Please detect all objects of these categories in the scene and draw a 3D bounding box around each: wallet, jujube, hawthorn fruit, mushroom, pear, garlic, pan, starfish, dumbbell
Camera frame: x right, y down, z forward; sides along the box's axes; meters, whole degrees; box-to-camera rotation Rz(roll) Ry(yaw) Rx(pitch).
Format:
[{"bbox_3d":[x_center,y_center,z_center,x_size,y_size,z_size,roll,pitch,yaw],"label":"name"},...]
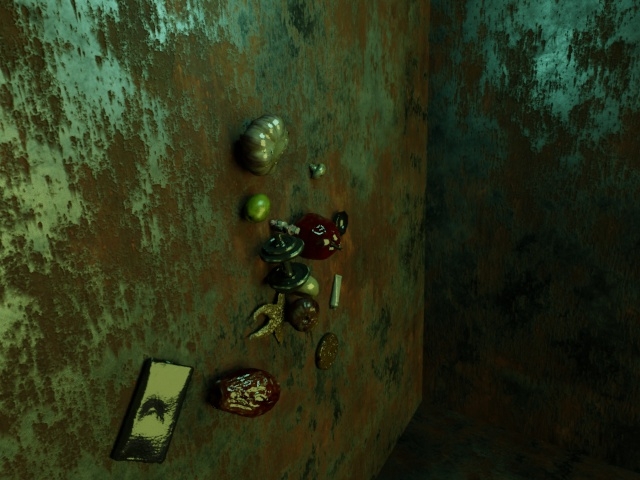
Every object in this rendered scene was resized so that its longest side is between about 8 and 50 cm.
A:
[{"bbox_3d":[-0.545,0.559,1.357,0.171,0.044,0.320,25,75,-36],"label":"wallet"},{"bbox_3d":[-0.294,0.612,1.653,0.291,0.197,0.197,15,84,-42],"label":"jujube"},{"bbox_3d":[0.000,0.000,1.916,0.230,0.266,0.210,-10,123,-53],"label":"hawthorn fruit"},{"bbox_3d":[-0.020,-0.339,1.988,0.079,0.085,0.085,33,64,-18],"label":"mushroom"},{"bbox_3d":[-0.249,-0.126,1.634,0.131,0.107,0.107,-67,146,-42],"label":"pear"},{"bbox_3d":[-0.225,-0.367,1.579,0.245,0.161,0.244,19,90,-77],"label":"garlic"},{"bbox_3d":[0.092,-0.062,2.234,0.128,0.048,0.201,48,56,-49],"label":"pan"},{"bbox_3d":[-0.197,0.362,1.870,0.299,0.061,0.302,-64,144,-30],"label":"starfish"},{"bbox_3d":[-0.149,0.096,1.760,0.192,0.192,0.289,-44,132,-44],"label":"dumbbell"}]

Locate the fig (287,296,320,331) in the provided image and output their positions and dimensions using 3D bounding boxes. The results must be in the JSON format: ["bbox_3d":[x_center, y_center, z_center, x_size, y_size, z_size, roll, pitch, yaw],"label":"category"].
[{"bbox_3d":[-0.070,0.334,1.922,0.231,0.143,0.160,10,103,-81],"label":"fig"}]

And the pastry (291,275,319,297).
[{"bbox_3d":[-0.079,0.212,1.930,0.156,0.157,0.091,46,57,-51],"label":"pastry"}]

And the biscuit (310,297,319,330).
[{"bbox_3d":[-0.068,0.394,2.096,0.174,0.039,0.183,-42,129,-47],"label":"biscuit"}]

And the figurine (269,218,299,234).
[{"bbox_3d":[-0.155,-0.053,1.780,0.072,0.129,0.054,7,104,-62],"label":"figurine"}]

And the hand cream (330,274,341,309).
[{"bbox_3d":[0.087,0.290,2.319,0.067,0.042,0.194,21,74,-49],"label":"hand cream"}]

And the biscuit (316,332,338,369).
[{"bbox_3d":[0.040,0.622,2.318,0.212,0.036,0.211,-18,112,-56],"label":"biscuit"}]
